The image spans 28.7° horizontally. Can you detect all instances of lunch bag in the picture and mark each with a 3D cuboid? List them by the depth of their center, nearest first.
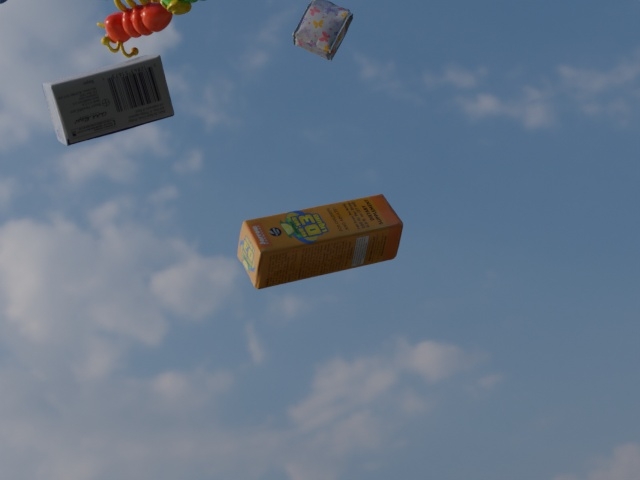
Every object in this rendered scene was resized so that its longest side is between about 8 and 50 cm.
[{"bbox_3d":[0.005,-0.335,1.966,0.071,0.083,0.053,24,-11,7],"label":"lunch bag"}]

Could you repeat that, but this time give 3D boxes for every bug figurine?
[{"bbox_3d":[-0.219,-0.269,1.328,0.216,0.072,0.279,-13,-11,32],"label":"bug figurine"}]

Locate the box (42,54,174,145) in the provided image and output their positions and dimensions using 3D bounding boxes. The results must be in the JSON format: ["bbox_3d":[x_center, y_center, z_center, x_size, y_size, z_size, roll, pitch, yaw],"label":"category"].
[{"bbox_3d":[-0.242,-0.160,1.419,0.126,0.072,0.137,-17,12,-13],"label":"box"}]

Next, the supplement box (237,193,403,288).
[{"bbox_3d":[0.000,0.000,1.846,0.234,0.078,0.080,-14,-42,-22],"label":"supplement box"}]
